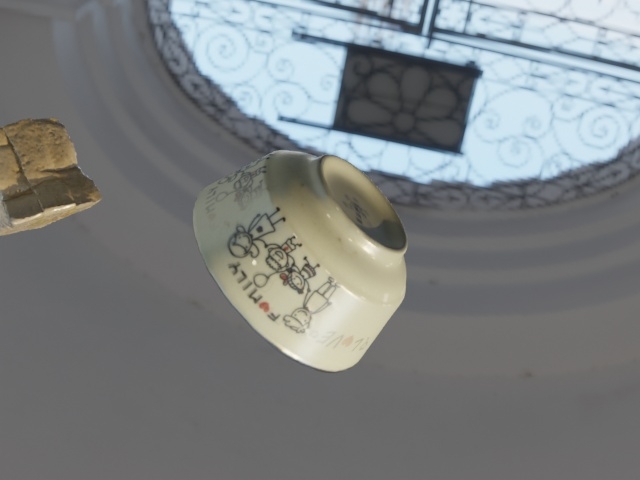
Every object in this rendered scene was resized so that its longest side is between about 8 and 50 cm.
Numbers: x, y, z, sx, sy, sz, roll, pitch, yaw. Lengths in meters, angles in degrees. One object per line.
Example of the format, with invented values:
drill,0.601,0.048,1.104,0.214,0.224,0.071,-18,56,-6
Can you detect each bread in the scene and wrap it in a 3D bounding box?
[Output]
bread,-0.250,-0.022,0.976,0.077,0.152,0.105,-16,-119,-27

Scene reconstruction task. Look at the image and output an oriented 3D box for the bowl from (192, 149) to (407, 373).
bowl,0.000,0.000,1.123,0.238,0.126,0.237,39,-156,-22
